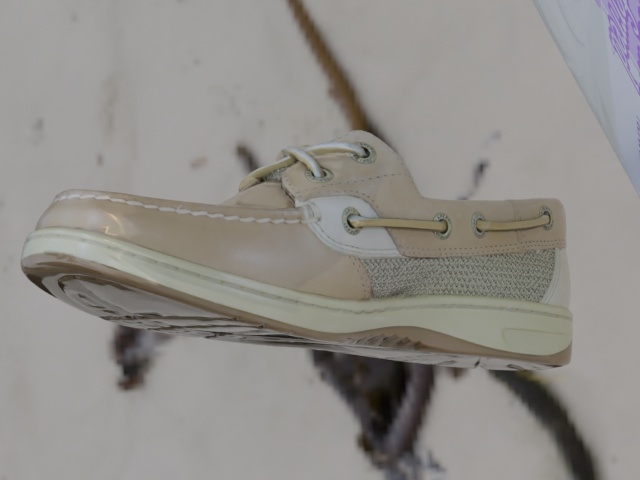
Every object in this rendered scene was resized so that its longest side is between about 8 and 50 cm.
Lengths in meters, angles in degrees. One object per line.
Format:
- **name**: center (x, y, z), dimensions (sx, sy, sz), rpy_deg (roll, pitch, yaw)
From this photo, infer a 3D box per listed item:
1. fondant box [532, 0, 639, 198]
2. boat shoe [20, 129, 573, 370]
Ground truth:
- **fondant box**: center (0.124, -0.141, 0.710), dimensions (0.330, 0.096, 0.238), rpy_deg (64, -179, 22)
- **boat shoe**: center (0.000, 0.000, 0.866), dimensions (0.109, 0.302, 0.098), rpy_deg (-3, 80, 53)
